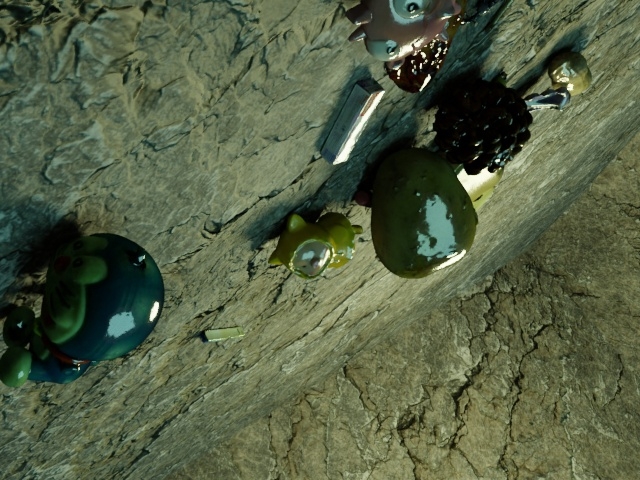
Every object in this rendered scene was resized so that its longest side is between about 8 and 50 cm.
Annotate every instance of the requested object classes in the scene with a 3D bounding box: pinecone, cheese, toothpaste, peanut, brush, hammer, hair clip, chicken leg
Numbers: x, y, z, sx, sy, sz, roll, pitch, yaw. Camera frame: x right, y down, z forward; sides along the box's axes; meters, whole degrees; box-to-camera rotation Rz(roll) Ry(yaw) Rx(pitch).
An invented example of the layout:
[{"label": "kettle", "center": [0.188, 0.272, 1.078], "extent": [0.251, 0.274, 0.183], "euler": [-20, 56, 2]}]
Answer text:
[{"label": "pinecone", "center": [0.348, -0.259, 1.583], "extent": [0.221, 0.221, 0.221], "euler": [-33, 161, -13]}, {"label": "cheese", "center": [0.397, -0.184, 1.965], "extent": [0.259, 0.128, 0.316], "euler": [-43, 153, 27]}, {"label": "toothpaste", "center": [0.058, -0.225, 1.372], "extent": [0.047, 0.040, 0.196], "euler": [-25, 157, -39]}, {"label": "peanut", "center": [0.660, -0.441, 1.889], "extent": [0.104, 0.085, 0.228], "euler": [-32, 163, 19]}, {"label": "brush", "center": [-0.264, 0.256, 1.923], "extent": [0.030, 0.033, 0.178], "euler": [-38, 162, 20]}, {"label": "hammer", "center": [0.114, -0.101, 1.762], "extent": [0.043, 0.043, 0.083], "euler": [-44, 162, 18]}, {"label": "hair clip", "center": [0.566, -0.355, 1.892], "extent": [0.196, 0.052, 0.124], "euler": [-11, 165, -1]}, {"label": "chicken leg", "center": [0.209, -0.376, 1.251], "extent": [0.177, 0.083, 0.322], "euler": [-41, 165, -19]}]

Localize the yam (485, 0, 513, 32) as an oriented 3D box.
[{"label": "yam", "center": [0.362, -0.457, 1.418], "extent": [0.014, 0.014, 0.107], "euler": [-18, 152, -46]}]

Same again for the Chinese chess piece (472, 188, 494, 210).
[{"label": "Chinese chess piece", "center": [0.461, -0.132, 2.266], "extent": [0.188, 0.083, 0.188], "euler": [-36, 160, -15]}]

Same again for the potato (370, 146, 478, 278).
[{"label": "potato", "center": [0.252, -0.070, 1.733], "extent": [0.270, 0.219, 0.359], "euler": [-18, 133, -11]}]

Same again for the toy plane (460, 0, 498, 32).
[{"label": "toy plane", "center": [0.309, -0.438, 1.344], "extent": [0.121, 0.031, 0.049], "euler": [-41, 170, 0]}]

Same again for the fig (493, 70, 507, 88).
[{"label": "fig", "center": [0.418, -0.300, 1.725], "extent": [0.133, 0.126, 0.185], "euler": [-4, 146, -27]}]

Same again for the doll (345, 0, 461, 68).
[{"label": "doll", "center": [0.136, -0.369, 1.081], "extent": [0.211, 0.093, 0.262], "euler": [-10, 144, -26]}]

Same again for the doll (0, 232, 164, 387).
[{"label": "doll", "center": [-0.370, 0.110, 1.137], "extent": [0.186, 0.198, 0.322], "euler": [24, 130, -36]}]

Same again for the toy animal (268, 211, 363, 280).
[{"label": "toy animal", "center": [-0.002, 0.004, 1.667], "extent": [0.230, 0.156, 0.156], "euler": [-5, 144, -41]}]
